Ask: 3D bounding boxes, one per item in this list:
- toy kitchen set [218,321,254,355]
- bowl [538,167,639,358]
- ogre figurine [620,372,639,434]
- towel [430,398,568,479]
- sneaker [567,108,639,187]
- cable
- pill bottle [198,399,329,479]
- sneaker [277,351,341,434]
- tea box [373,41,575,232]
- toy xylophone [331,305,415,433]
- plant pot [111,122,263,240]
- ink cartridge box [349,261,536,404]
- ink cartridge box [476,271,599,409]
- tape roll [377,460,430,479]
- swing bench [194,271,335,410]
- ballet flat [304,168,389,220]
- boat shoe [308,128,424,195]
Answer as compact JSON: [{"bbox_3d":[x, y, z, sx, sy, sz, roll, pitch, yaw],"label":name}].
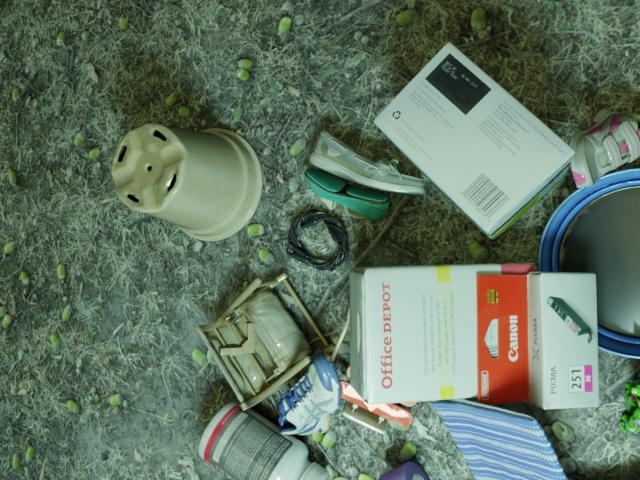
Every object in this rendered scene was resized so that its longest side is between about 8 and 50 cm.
[{"bbox_3d":[-0.211,0.239,1.331,0.083,0.068,0.075,0,89,-23],"label":"toy kitchen set"},{"bbox_3d":[0.666,0.046,1.125,0.391,0.077,0.391,2,94,33],"label":"bowl"},{"bbox_3d":[0.680,0.318,1.122,0.097,0.118,0.197,42,103,18],"label":"ogre figurine"},{"bbox_3d":[0.392,0.468,1.130,0.243,0.040,0.336,-4,123,49],"label":"towel"},{"bbox_3d":[0.599,-0.199,1.113,0.111,0.252,0.103,4,132,52],"label":"sneaker"},{"bbox_3d":[0.000,0.000,1.444,0.185,0.047,0.150,22,91,23],"label":"cable"},{"bbox_3d":[-0.143,0.568,1.397,0.319,0.176,0.176,27,97,21],"label":"pill bottle"},{"bbox_3d":[-0.034,0.390,1.313,0.112,0.131,0.296,-114,26,-46],"label":"sneaker"},{"bbox_3d":[0.332,-0.192,1.170,0.220,0.323,0.329,-45,73,13],"label":"tea box"},{"bbox_3d":[0.142,0.299,1.325,0.236,0.081,0.322,17,96,3],"label":"toy xylophone"},{"bbox_3d":[-0.373,-0.170,1.452,0.334,0.305,0.333,-1,87,21],"label":"plant pot"},{"bbox_3d":[0.260,0.190,1.180,0.385,0.160,0.279,0,88,-10],"label":"ink cartridge box"},{"bbox_3d":[0.442,0.201,1.101,0.239,0.060,0.275,1,87,-12],"label":"ink cartridge box"},{"bbox_3d":[0.216,0.619,1.250,0.080,0.189,0.189,-35,76,17],"label":"tape roll"},{"bbox_3d":[-0.149,0.261,1.426,0.255,0.165,0.253,-40,75,21],"label":"swing bench"},{"bbox_3d":[0.059,-0.110,1.404,0.247,0.083,0.087,23,125,20],"label":"ballet flat"},{"bbox_3d":[0.119,-0.192,1.367,0.320,0.118,0.103,24,100,27],"label":"boat shoe"}]
